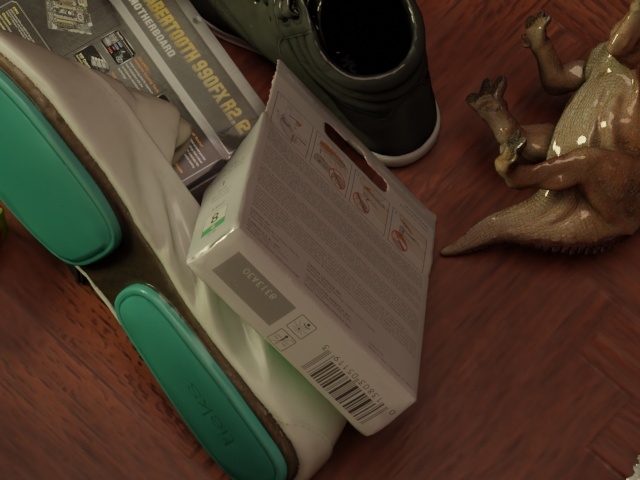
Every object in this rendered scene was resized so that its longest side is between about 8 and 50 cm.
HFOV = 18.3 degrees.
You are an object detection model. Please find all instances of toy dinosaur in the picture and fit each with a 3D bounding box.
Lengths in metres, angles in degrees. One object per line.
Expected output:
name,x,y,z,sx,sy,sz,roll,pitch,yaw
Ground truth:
toy dinosaur,0.227,-0.072,1.448,0.200,0.127,0.295,38,86,-25

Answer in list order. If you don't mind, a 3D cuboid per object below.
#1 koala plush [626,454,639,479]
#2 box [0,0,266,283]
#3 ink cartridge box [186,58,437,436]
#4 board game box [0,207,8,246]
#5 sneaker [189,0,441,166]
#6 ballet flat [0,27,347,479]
koala plush,0.231,0.257,1.284,0.196,0.203,0.221,39,60,11
box,-0.163,-0.110,1.468,0.183,0.056,0.231,-32,74,-15
ink cartridge box,0.000,0.000,1.362,0.181,0.056,0.224,45,26,-21
board game box,-0.327,-0.005,1.425,0.181,0.043,0.092,19,69,5
sneaker,-0.021,-0.190,1.459,0.104,0.147,0.296,-43,75,-15
ballet flat,-0.111,-0.010,1.355,0.139,0.139,0.400,-40,101,-17
